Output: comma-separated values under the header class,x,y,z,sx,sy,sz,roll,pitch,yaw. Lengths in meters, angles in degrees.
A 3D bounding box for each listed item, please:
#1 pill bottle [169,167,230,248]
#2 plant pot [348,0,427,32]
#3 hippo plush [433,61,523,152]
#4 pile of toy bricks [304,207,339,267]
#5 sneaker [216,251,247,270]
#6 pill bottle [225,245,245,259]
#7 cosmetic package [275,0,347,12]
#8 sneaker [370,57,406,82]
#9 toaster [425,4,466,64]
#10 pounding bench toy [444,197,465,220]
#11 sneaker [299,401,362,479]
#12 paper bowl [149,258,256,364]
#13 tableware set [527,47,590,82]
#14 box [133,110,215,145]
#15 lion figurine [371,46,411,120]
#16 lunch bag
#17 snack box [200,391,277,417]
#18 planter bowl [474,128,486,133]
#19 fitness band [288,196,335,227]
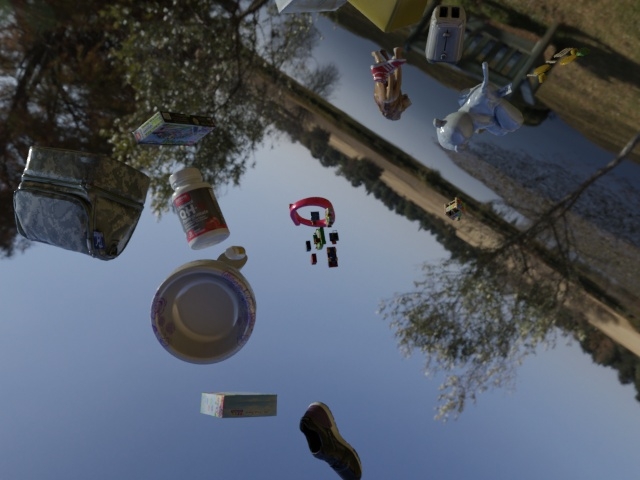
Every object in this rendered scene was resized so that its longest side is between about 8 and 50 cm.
class,x,y,z,sx,sy,sz,roll,pitch,yaw
pill bottle,-0.514,-0.135,2.008,0.318,0.176,0.176,66,-162,8
plant pot,0.228,-0.805,1.485,0.212,0.187,0.212,46,-129,10
hippo plush,0.527,-0.393,1.629,0.234,0.236,0.294,41,-179,2
pile of toy bricks,0.000,0.000,1.650,0.118,0.212,0.105,-4,163,-9
sneaker,-0.435,0.163,2.061,0.108,0.169,0.292,37,-141,7
pill bottle,-0.268,0.038,1.501,0.043,0.043,0.083,33,-174,11
cosmetic package,-0.025,-1.026,1.967,0.309,0.113,0.160,-21,-174,-34
sneaker,0.229,-0.561,1.590,0.118,0.067,0.042,-9,-176,18
toaster,0.445,-0.731,1.693,0.129,0.146,0.227,9,-135,10
pounding bench toy,0.524,-0.114,1.822,0.083,0.065,0.052,31,-132,-26
sneaker,0.020,0.666,1.514,0.283,0.107,0.124,57,-152,2
paper bowl,-0.325,0.194,1.363,0.284,0.284,0.148,29,-175,-10
tableware set,0.682,-0.502,1.371,0.024,0.154,0.104,56,178,-24
box,-0.402,-0.308,1.336,0.207,0.114,0.036,-19,-97,-62
lion figurine,0.254,-0.573,1.794,0.142,0.240,0.392,2,-167,16
lunch bag,-0.634,-0.094,1.270,0.305,0.256,0.212,11,175,19
snack box,-0.255,0.507,1.487,0.174,0.070,0.207,9,163,-29
planter bowl,0.682,-0.531,2.071,0.109,0.162,0.162,53,-162,17
fitness band,-0.038,-0.128,2.299,0.209,0.054,0.291,-3,159,9
